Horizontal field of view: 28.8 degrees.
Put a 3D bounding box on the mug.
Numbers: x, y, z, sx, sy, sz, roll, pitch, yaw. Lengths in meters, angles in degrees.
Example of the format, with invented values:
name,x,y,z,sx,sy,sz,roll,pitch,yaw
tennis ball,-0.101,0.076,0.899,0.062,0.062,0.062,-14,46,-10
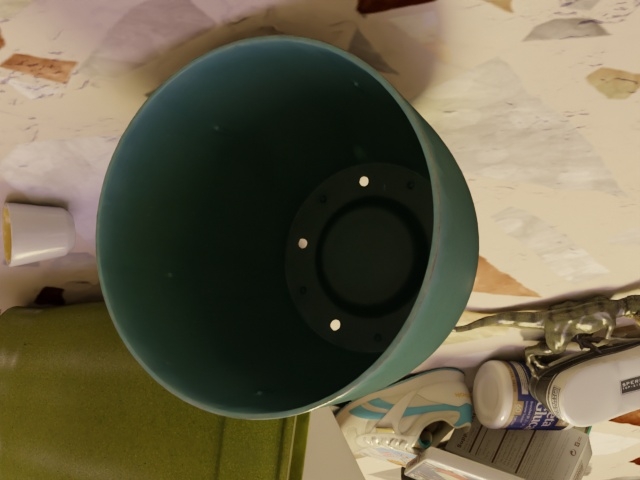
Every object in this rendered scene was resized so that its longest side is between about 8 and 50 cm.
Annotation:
name,x,y,z,sx,sy,sz,roll,pitch,yaw
mug,-0.277,-0.011,1.222,0.064,0.078,0.062,-4,123,-21

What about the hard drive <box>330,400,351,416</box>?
name,x,y,z,sx,sy,sz,roll,pitch,yaw
hard drive,-0.035,0.248,1.811,0.135,0.022,0.094,-25,147,36

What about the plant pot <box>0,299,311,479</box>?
name,x,y,z,sx,sy,sz,roll,pitch,yaw
plant pot,-0.195,0.209,1.396,0.353,0.366,0.366,8,154,3

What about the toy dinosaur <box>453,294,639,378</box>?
name,x,y,z,sx,sy,sz,roll,pitch,yaw
toy dinosaur,0.301,0.114,1.558,0.268,0.064,0.118,-7,144,9

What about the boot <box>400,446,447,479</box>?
name,x,y,z,sx,sy,sz,roll,pitch,yaw
boot,0.275,0.384,2.071,0.236,0.085,0.179,-17,154,37

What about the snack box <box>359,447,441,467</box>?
name,x,y,z,sx,sy,sz,roll,pitch,yaw
snack box,0.118,0.319,1.880,0.178,0.022,0.064,7,147,42

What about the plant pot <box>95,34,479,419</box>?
name,x,y,z,sx,sy,sz,roll,pitch,yaw
plant pot,0.000,0.000,1.043,0.293,0.293,0.235,-16,167,22

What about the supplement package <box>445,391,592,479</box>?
name,x,y,z,sx,sy,sz,roll,pitch,yaw
supplement package,0.288,0.304,1.802,0.179,0.105,0.105,21,164,24

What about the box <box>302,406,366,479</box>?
name,x,y,z,sx,sy,sz,roll,pitch,yaw
box,-0.129,0.350,1.730,0.345,0.215,0.168,-28,177,39

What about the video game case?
name,x,y,z,sx,sy,sz,roll,pitch,yaw
video game case,0.226,0.339,1.727,0.201,0.023,0.183,20,162,0

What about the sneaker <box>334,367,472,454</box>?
name,x,y,z,sx,sy,sz,roll,pitch,yaw
sneaker,0.108,0.260,1.759,0.229,0.092,0.087,-28,146,27

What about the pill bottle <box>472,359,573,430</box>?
name,x,y,z,sx,sy,sz,roll,pitch,yaw
pill bottle,0.304,0.214,1.716,0.169,0.094,0.094,4,153,-22

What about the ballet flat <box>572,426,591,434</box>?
name,x,y,z,sx,sy,sz,roll,pitch,yaw
ballet flat,0.394,0.316,1.991,0.068,0.072,0.213,18,158,17

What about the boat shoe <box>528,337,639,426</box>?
name,x,y,z,sx,sy,sz,roll,pitch,yaw
boat shoe,0.420,0.178,1.667,0.301,0.108,0.102,-12,-167,-21
